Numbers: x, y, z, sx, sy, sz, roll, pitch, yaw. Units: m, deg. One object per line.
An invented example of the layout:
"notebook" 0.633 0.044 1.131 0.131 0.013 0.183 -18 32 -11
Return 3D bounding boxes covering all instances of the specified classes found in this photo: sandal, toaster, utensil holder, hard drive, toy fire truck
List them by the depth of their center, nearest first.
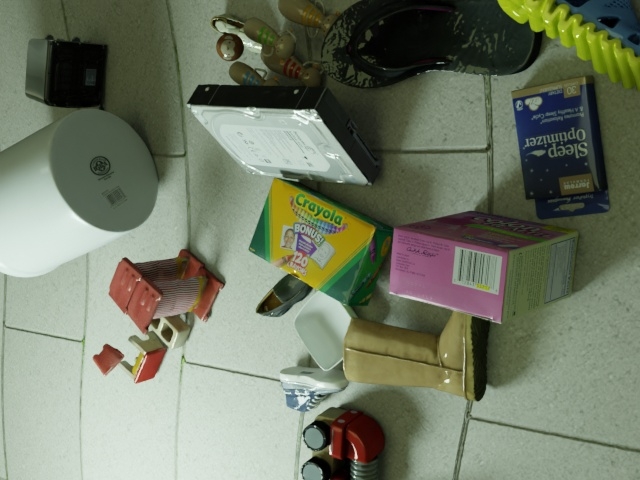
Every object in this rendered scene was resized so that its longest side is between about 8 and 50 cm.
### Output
"sandal" 0.429 -0.350 1.414 0.317 0.126 0.138 41 89 17
"sandal" 0.166 -0.362 1.630 0.446 0.107 0.167 2 99 38
"hard drive" -0.073 -0.205 1.795 0.339 0.237 0.064 9 62 38
"toy fire truck" 0.084 0.469 1.834 0.246 0.158 0.217 9 103 27
"utensil holder" -0.629 -0.114 2.215 0.386 0.328 0.327 -20 84 39
"toaster" -0.622 -0.407 2.262 0.110 0.168 0.185 20 109 39

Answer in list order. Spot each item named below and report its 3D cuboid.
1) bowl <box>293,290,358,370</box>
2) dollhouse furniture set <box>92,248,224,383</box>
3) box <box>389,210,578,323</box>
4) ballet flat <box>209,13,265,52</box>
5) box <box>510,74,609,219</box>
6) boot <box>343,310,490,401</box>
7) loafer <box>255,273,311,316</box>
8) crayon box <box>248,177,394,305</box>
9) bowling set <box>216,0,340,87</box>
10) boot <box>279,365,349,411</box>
"bowl" 0.025 0.176 1.883 0.142 0.053 0.142 55 127 19
"dollhouse furniture set" -0.400 0.211 2.152 0.152 0.201 0.374 41 121 28
"box" 0.272 0.035 1.524 0.214 0.243 0.117 14 106 39
"ballet flat" -0.170 -0.436 1.945 0.168 0.052 0.057 28 114 33
"box" 0.397 -0.149 1.525 0.136 0.037 0.225 -7 94 41
"boot" 0.171 0.176 1.707 0.270 0.089 0.236 8 103 29
"loafer" -0.073 0.111 1.949 0.062 0.061 0.170 54 126 21
"crayon box" 0.000 0.000 1.837 0.278 0.081 0.165 27 102 34
"bowling set" -0.099 -0.341 1.814 0.154 0.200 0.287 35 122 28
"boot" -0.007 0.317 1.933 0.190 0.069 0.086 0 105 48
